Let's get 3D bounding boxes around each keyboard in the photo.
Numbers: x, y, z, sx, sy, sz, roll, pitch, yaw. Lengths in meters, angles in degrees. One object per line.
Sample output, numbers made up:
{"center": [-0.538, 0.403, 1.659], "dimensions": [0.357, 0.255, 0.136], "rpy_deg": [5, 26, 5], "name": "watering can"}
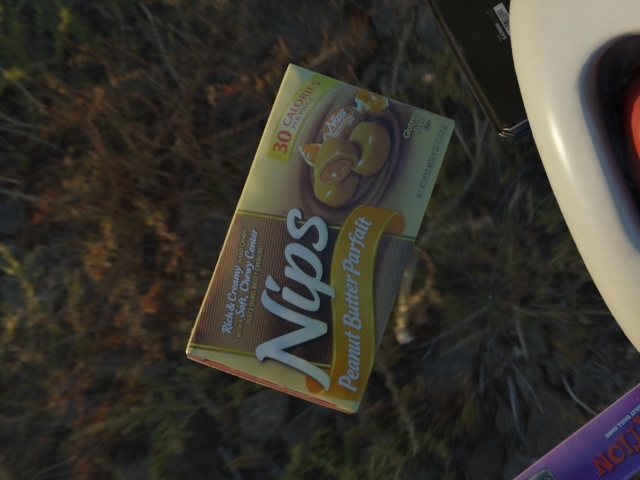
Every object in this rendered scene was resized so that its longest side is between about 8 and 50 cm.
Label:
{"center": [0.218, -0.225, 1.569], "dimensions": [0.201, 0.317, 0.033], "rpy_deg": [-31, 128, 10], "name": "keyboard"}

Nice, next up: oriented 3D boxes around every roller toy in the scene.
{"center": [0.174, -0.047, 0.621], "dimensions": [0.146, 0.191, 0.209], "rpy_deg": [-22, 45, 23], "name": "roller toy"}

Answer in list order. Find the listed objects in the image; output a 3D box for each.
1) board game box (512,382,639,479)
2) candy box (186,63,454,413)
{"center": [0.104, 0.191, 1.015], "dimensions": [0.347, 0.208, 0.056], "rpy_deg": [-34, 73, -16], "name": "board game box"}
{"center": [0.000, 0.000, 1.662], "dimensions": [0.183, 0.087, 0.316], "rpy_deg": [19, 84, 0], "name": "candy box"}
